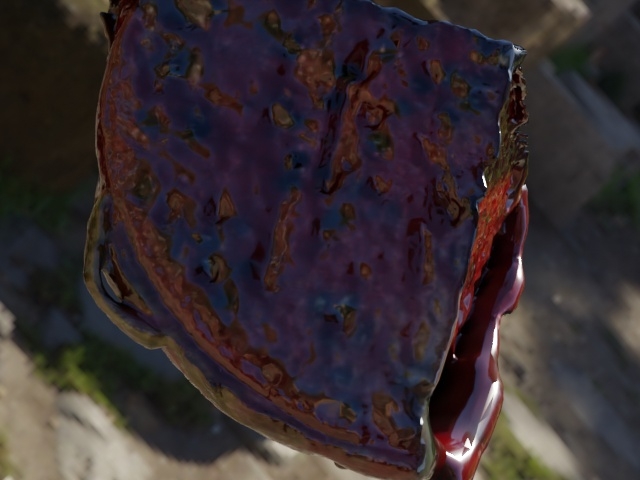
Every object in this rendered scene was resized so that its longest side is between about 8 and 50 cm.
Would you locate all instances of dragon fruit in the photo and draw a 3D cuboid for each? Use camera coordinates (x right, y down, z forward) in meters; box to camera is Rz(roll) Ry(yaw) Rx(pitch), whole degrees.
[{"bbox_3d":[-0.001,0.002,0.567,0.127,0.120,0.161,17,-9,14],"label":"dragon fruit"}]
